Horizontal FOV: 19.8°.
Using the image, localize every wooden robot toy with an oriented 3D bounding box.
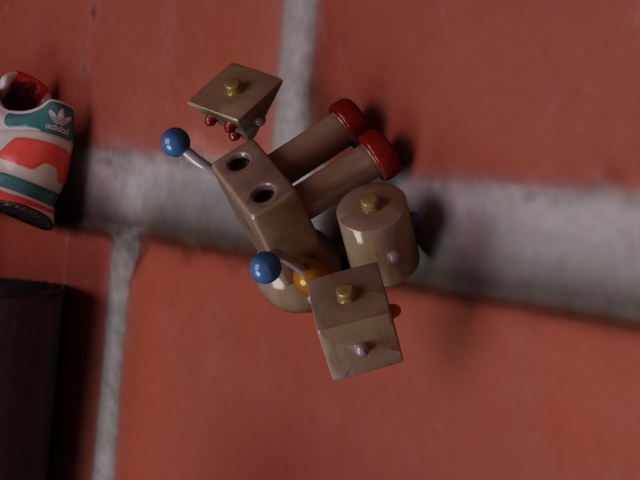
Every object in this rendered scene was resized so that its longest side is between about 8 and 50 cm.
[{"bbox_3d":[0.000,0.000,0.728,0.173,0.076,0.079,53,165,46],"label":"wooden robot toy"}]

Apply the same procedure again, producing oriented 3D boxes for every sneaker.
[{"bbox_3d":[-0.177,-0.056,1.016,0.161,0.057,0.075,20,87,58],"label":"sneaker"}]

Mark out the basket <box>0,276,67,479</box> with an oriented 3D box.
[{"bbox_3d":[-0.218,0.135,0.968,0.204,0.154,0.227,4,94,54],"label":"basket"}]
